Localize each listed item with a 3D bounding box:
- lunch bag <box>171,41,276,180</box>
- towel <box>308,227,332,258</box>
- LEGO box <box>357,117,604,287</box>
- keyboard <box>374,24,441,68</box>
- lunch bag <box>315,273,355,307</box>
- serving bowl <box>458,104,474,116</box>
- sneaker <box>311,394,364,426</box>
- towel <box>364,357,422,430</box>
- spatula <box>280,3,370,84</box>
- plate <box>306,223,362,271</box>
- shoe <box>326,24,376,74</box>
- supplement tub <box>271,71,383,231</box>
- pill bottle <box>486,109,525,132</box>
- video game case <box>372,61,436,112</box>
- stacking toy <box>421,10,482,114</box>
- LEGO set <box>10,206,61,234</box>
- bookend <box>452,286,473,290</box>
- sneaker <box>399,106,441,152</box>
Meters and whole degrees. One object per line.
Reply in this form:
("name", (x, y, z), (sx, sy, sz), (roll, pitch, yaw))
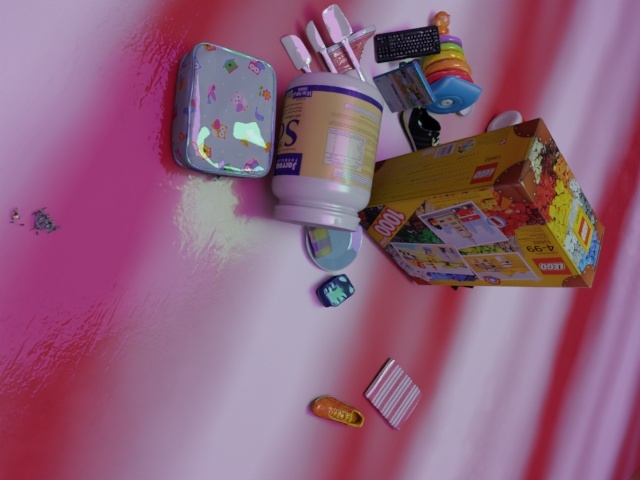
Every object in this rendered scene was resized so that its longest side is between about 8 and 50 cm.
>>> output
("lunch bag", (-0.205, -0.272, 1.020), (0.223, 0.107, 0.280), (3, 93, -37))
("towel", (0.000, 0.000, 1.207), (0.060, 0.009, 0.084), (-25, 108, -30))
("LEGO box", (0.383, -0.059, 1.184), (0.372, 0.499, 0.193), (43, 62, -27))
("keyboard", (0.248, -0.541, 1.293), (0.180, 0.023, 0.108), (-8, 99, 4))
("lunch bag", (0.041, 0.134, 1.242), (0.098, 0.065, 0.067), (-32, 95, -26))
("serving bowl", (0.468, -0.448, 1.500), (0.083, 0.027, 0.084), (-4, 96, -33))
("sneaker", (0.052, 0.477, 1.275), (0.175, 0.067, 0.064), (23, 83, -31))
("towel", (0.226, 0.477, 1.417), (0.144, 0.029, 0.197), (-48, 115, -21))
("spatula", (0.031, -0.449, 1.173), (0.168, 0.019, 0.242), (-33, 113, 1))
("plate", (0.036, -0.010, 1.251), (0.188, 0.024, 0.189), (-3, 96, -33))
("shoe", (0.088, -0.507, 1.226), (0.178, 0.063, 0.081), (-36, 114, -20))
("supplement tub", (0.013, -0.199, 1.091), (0.240, 0.241, 0.332), (10, 88, -34))
("pill bottle", (0.687, -0.336, 1.599), (0.221, 0.121, 0.121), (41, 72, -29))
("video game case", (0.229, -0.417, 1.261), (0.015, 0.166, 0.119), (-47, 117, -21))
("stacking toy", (0.370, -0.549, 1.374), (0.165, 0.175, 0.302), (7, 76, -33))
("LEGO set", (-0.539, -0.036, 0.867), (0.083, 0.023, 0.054), (-4, 96, -33))
("bookend", (0.469, 0.100, 1.468), (0.157, 0.156, 0.072), (44, 70, -29))
("sneaker", (0.323, -0.308, 1.373), (0.084, 0.097, 0.235), (-51, 118, -19))
